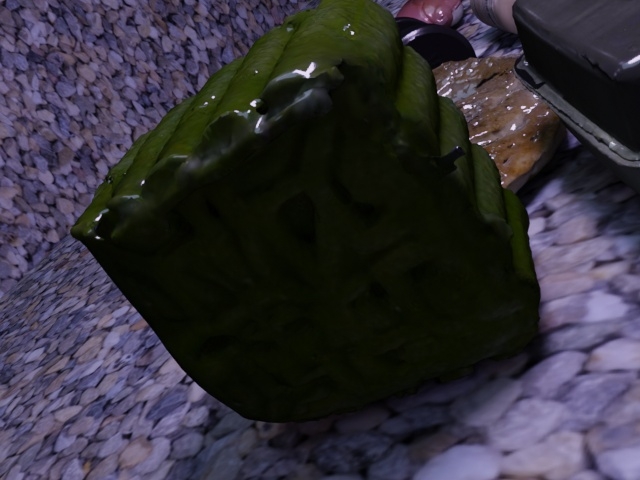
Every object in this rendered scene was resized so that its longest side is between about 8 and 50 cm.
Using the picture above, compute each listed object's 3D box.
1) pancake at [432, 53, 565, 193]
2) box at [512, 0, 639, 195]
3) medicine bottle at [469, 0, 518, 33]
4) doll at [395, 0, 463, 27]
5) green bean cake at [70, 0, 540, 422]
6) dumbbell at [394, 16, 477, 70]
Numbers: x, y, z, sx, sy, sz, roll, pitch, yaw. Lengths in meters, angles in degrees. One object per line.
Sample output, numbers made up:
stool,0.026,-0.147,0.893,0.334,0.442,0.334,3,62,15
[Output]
pancake,0.135,-0.097,0.907,0.386,0.082,0.387,-32,29,20
box,0.311,-0.168,0.631,0.220,0.166,0.291,-34,30,11
medicine bottle,0.335,-0.400,1.169,0.114,0.114,0.252,-34,23,7
doll,0.230,-0.492,1.544,0.211,0.093,0.262,-40,22,2
green bean cake,0.000,0.000,0.616,0.335,0.319,0.218,-29,26,29
dumbbell,0.153,-0.283,1.160,0.152,0.152,0.218,-35,22,6
